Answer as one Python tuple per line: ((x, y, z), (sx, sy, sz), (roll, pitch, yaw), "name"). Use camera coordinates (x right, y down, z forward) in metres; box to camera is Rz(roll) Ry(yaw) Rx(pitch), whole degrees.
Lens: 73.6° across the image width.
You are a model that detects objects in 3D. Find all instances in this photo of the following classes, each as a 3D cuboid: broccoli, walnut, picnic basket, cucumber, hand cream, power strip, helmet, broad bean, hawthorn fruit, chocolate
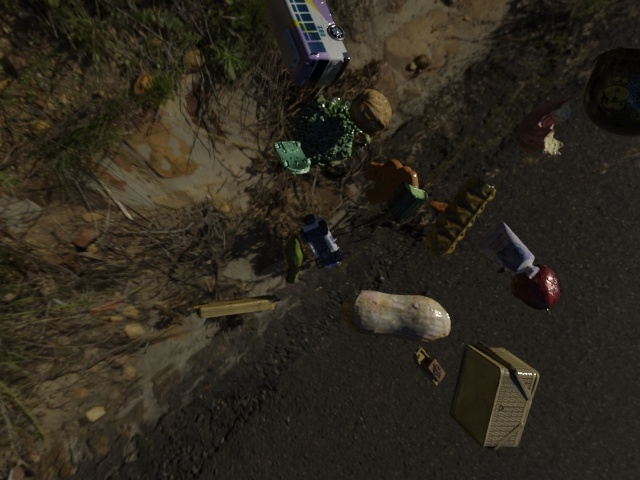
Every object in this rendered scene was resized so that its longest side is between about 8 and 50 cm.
((0.048, -0.468, 1.893), (0.324, 0.272, 0.334), (15, 117, 19), "broccoli")
((0.200, -0.500, 1.681), (0.184, 0.155, 0.155), (29, 79, -52), "walnut")
((0.311, 0.281, 0.781), (0.080, 0.115, 0.164), (8, 100, -17), "picnic basket")
((0.295, -0.127, 1.427), (0.117, 0.115, 0.062), (12, 50, -25), "cucumber")
((0.436, 0.028, 0.983), (0.084, 0.053, 0.142), (-51, 54, 18), "hand cream")
((-0.282, 0.227, 1.474), (0.306, 0.064, 0.044), (-5, 100, -25), "power strip")
((0.758, -0.340, 1.053), (0.231, 0.279, 0.160), (32, 95, 31), "helmet")
((-0.088, 0.075, 1.347), (0.067, 0.325, 0.075), (17, 60, 2), "broad bean")
((0.723, 0.166, 1.426), (0.148, 0.148, 0.172), (-21, 71, -13), "hawthorn fruit")
((0.211, 0.208, 1.192), (0.309, 0.134, 0.134), (9, 85, 0), "chocolate")

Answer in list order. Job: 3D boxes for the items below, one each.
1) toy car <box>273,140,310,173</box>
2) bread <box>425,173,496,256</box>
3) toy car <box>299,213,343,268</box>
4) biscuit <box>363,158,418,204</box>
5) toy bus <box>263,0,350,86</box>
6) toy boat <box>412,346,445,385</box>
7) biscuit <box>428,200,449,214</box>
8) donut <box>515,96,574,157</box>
((-0.094, -0.256, 1.345), (0.093, 0.058, 0.186), (-7, 44, -20), "toy car")
((0.414, -0.067, 1.288), (0.087, 0.098, 0.269), (40, 102, 30), "bread")
((0.000, 0.000, 1.257), (0.080, 0.070, 0.170), (-22, 113, 16), "toy car")
((0.307, -0.255, 1.894), (0.047, 0.334, 0.202), (-14, 101, -29), "biscuit")
((-0.068, -0.899, 1.855), (0.249, 0.209, 0.439), (-17, 81, -27), "toy bus")
((0.422, 0.487, 1.661), (0.057, 0.077, 0.200), (-46, 112, -22), "toy boat")
((0.584, -0.139, 1.948), (0.188, 0.188, 0.027), (12, 110, -12), "biscuit")
((0.532, -0.266, 1.031), (0.065, 0.117, 0.166), (43, 74, -30), "donut")
